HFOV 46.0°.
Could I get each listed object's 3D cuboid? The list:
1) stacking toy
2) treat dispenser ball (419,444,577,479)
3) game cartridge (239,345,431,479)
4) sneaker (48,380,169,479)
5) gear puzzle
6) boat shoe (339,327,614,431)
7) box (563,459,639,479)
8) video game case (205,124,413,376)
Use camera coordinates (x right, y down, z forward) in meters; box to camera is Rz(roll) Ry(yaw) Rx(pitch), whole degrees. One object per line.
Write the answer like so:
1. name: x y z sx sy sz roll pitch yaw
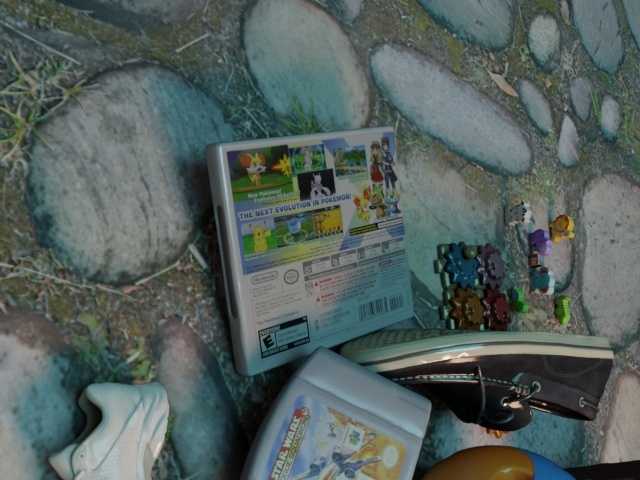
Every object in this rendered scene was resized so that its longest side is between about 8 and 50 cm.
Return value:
1. stacking toy: 0.428 0.043 1.446 0.167 0.052 0.221 14 71 -38
2. treat dispenser ball: 0.243 0.424 1.018 0.288 0.288 0.288 12 71 -39
3. game cartridge: 0.009 0.286 0.917 0.198 0.062 0.297 29 57 -10
4. sneaker: -0.234 0.260 0.798 0.115 0.090 0.232 16 60 -31
5. gear puzzle: 0.284 0.167 1.292 0.175 0.044 0.338 3 77 -41
6. boat shoe: 0.254 0.211 1.144 0.500 0.187 0.156 8 83 -31
7. box: 0.481 0.490 1.261 0.203 0.169 0.167 -16 89 -62
8. video game case: 0.000 0.000 1.055 0.329 0.036 0.299 -13 99 -41
